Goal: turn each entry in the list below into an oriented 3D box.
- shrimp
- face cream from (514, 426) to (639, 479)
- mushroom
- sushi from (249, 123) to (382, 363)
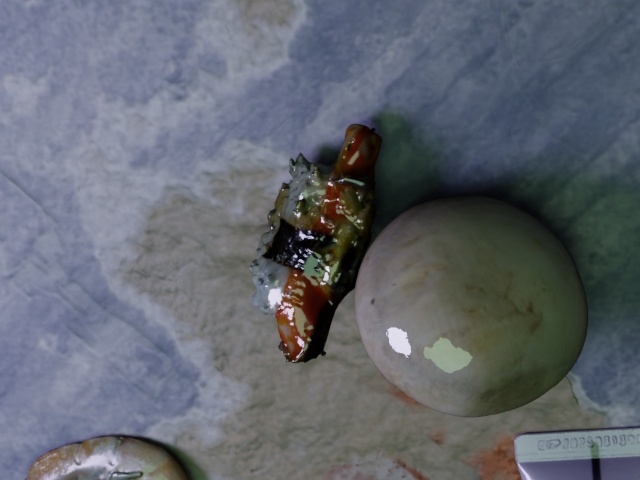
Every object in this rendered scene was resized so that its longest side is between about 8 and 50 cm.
[{"bbox_3d":[-0.251,0.319,1.713,0.178,0.075,0.289,34,118,2],"label":"shrimp"},{"bbox_3d":[0.277,0.315,1.612,0.154,0.096,0.273,-3,102,15],"label":"face cream"},{"bbox_3d":[0.137,0.059,1.472,0.206,0.209,0.206,-1,86,10],"label":"mushroom"},{"bbox_3d":[-0.003,-0.002,1.496,0.103,0.097,0.226,22,96,4],"label":"sushi"}]
